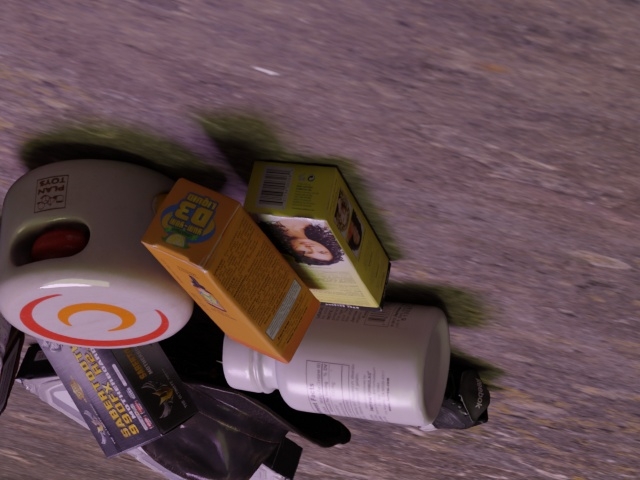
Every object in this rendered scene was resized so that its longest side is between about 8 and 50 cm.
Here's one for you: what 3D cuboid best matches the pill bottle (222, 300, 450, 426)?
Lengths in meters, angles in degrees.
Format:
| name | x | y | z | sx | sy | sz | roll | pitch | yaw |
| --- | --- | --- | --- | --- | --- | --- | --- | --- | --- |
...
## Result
| name | x | y | z | sx | sy | sz | roll | pitch | yaw |
| --- | --- | --- | --- | --- | --- | --- | --- | --- | --- |
| pill bottle | 0.017 | 0.125 | 1.817 | 0.229 | 0.131 | 0.131 | 6 | 159 | 18 |

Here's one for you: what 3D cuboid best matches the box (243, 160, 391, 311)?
| name | x | y | z | sx | sy | sz | roll | pitch | yaw |
| --- | --- | --- | --- | --- | --- | --- | --- | --- | --- |
| box | 0.000 | 0.000 | 1.605 | 0.087 | 0.058 | 0.232 | 5 | 159 | 19 |

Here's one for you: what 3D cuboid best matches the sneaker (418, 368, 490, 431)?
| name | x | y | z | sx | sy | sz | roll | pitch | yaw |
| --- | --- | --- | --- | --- | --- | --- | --- | --- | --- |
| sneaker | 0.144 | 0.174 | 1.963 | 0.106 | 0.078 | 0.234 | 1 | 161 | 20 |

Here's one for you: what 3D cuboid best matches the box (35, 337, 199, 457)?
| name | x | y | z | sx | sy | sz | roll | pitch | yaw |
| --- | --- | --- | --- | --- | --- | --- | --- | --- | --- |
| box | -0.247 | 0.122 | 1.864 | 0.231 | 0.056 | 0.183 | 60 | 149 | -1 |

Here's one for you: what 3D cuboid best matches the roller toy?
| name | x | y | z | sx | sy | sz | roll | pitch | yaw |
| --- | --- | --- | --- | --- | --- | --- | --- | --- | --- |
| roller toy | -0.215 | 0.009 | 1.619 | 0.191 | 0.146 | 0.209 | 10 | 154 | -20 |

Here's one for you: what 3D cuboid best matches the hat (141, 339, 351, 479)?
| name | x | y | z | sx | sy | sz | roll | pitch | yaw |
| --- | --- | --- | --- | --- | --- | --- | --- | --- | --- |
| hat | -0.138 | 0.219 | 2.003 | 0.331 | 0.134 | 0.331 | 26 | 179 | 1 |

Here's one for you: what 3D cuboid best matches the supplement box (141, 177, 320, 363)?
| name | x | y | z | sx | sy | sz | roll | pitch | yaw |
| --- | --- | --- | --- | --- | --- | --- | --- | --- | --- |
| supplement box | -0.079 | 0.032 | 1.557 | 0.078 | 0.080 | 0.233 | 23 | 166 | 27 |

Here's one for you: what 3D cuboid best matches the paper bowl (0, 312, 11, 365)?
| name | x | y | z | sx | sy | sz | roll | pitch | yaw |
| --- | --- | --- | --- | --- | --- | --- | --- | --- | --- |
| paper bowl | -0.478 | 0.046 | 1.854 | 0.284 | 0.148 | 0.284 | 11 | 159 | 4 |

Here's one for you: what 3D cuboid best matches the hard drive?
| name | x | y | z | sx | sy | sz | roll | pitch | yaw |
| --- | --- | --- | --- | --- | --- | --- | --- | --- | --- |
| hard drive | -0.219 | 0.240 | 2.270 | 0.237 | 0.064 | 0.339 | -10 | 142 | 44 |

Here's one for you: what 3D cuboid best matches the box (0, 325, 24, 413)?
| name | x | y | z | sx | sy | sz | roll | pitch | yaw |
| --- | --- | --- | --- | --- | --- | --- | --- | --- | --- |
| box | -0.579 | 0.142 | 2.075 | 0.381 | 0.143 | 0.191 | 15 | -168 | -4 |
